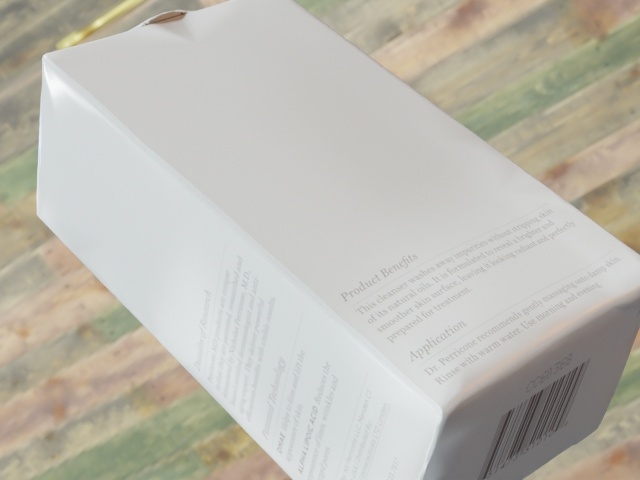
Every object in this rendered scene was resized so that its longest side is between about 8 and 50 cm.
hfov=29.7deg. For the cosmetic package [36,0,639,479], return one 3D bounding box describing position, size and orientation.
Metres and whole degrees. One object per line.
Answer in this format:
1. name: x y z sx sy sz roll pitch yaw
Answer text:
1. cosmetic package: 0.000 0.000 0.811 0.217 0.156 0.385 -23 51 -35
